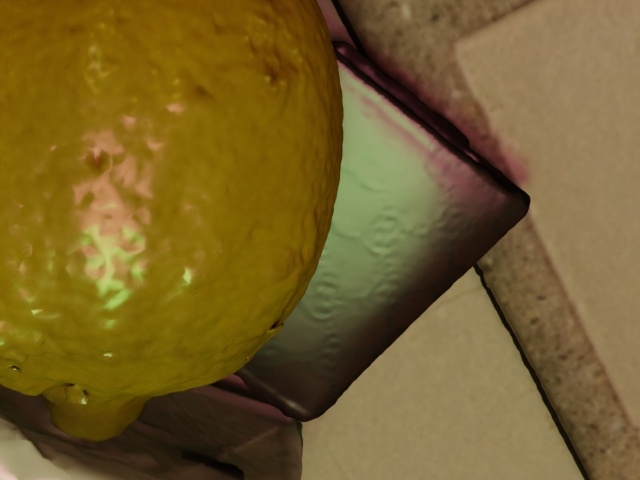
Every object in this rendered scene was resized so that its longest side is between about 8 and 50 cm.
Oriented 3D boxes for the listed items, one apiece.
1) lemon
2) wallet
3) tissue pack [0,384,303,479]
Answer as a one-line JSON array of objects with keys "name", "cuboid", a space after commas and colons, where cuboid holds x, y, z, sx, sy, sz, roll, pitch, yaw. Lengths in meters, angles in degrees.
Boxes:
[{"name": "lemon", "cuboid": [-0.109, -0.045, 0.720, 0.245, 0.245, 0.320, 7, 92, -6]}, {"name": "wallet", "cuboid": [0.000, 0.000, 0.868, 0.182, 0.049, 0.229, 37, 109, -15]}, {"name": "tissue pack", "cuboid": [-0.192, 0.250, 0.889, 0.266, 0.194, 0.356, 22, 110, -12]}]
